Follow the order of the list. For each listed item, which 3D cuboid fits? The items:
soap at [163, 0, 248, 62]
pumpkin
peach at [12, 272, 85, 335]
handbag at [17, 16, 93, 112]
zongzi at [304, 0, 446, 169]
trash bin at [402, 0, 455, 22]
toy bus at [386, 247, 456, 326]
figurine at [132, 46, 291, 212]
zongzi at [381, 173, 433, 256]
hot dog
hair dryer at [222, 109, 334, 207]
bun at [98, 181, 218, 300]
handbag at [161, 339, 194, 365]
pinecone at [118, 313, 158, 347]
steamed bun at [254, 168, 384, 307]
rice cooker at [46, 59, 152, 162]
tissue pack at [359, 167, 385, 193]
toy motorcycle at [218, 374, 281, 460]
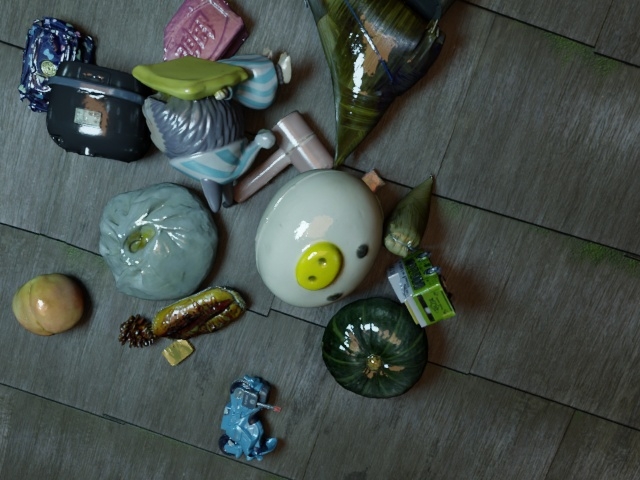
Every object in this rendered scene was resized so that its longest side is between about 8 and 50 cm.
[{"bbox_3d":[-0.327,-0.534,1.142,0.162,0.099,0.250,37,97,-11],"label":"soap"},{"bbox_3d":[0.153,0.299,1.193,0.300,0.207,0.300,3,111,6],"label":"pumpkin"},{"bbox_3d":[-0.781,0.189,1.212,0.184,0.184,0.184,0,98,1],"label":"peach"},{"bbox_3d":[-0.731,-0.469,1.150,0.162,0.113,0.260,21,105,4],"label":"handbag"},{"bbox_3d":[0.042,-0.467,1.089,0.403,0.208,0.432,39,99,-5],"label":"zongzi"},{"bbox_3d":[0.310,-0.718,1.032,0.203,0.252,0.301,40,92,-2],"label":"trash bin"},{"bbox_3d":[0.263,0.119,1.117,0.139,0.302,0.113,-28,100,11],"label":"toy bus"},{"bbox_3d":[-0.256,-0.280,1.105,0.361,0.266,0.378,-22,133,-25],"label":"figurine"},{"bbox_3d":[0.256,-0.075,1.127,0.115,0.228,0.256,33,95,4],"label":"zongzi"},{"bbox_3d":[-0.351,0.220,1.226,0.270,0.082,0.163,-24,139,-2],"label":"hot dog"},{"bbox_3d":[-0.140,-0.188,1.196,0.344,0.107,0.189,-36,98,15],"label":"hair dryer"},{"bbox_3d":[-0.457,0.014,1.168,0.354,0.194,0.354,0,97,3],"label":"bun"},{"bbox_3d":[-0.439,0.340,1.297,0.083,0.027,0.061,-38,92,1],"label":"handbag"},{"bbox_3d":[-0.547,0.275,1.262,0.109,0.102,0.102,17,99,-29],"label":"pinecone"},{"bbox_3d":[-0.003,-0.004,1.091,0.334,0.334,0.374,28,114,-3],"label":"steamed bun"},{"bbox_3d":[-0.568,-0.325,1.095,0.267,0.267,0.224,11,94,0],"label":"rice cooker"},{"bbox_3d":[0.138,-0.159,1.212,0.083,0.035,0.063,-40,95,4],"label":"tissue pack"},{"bbox_3d":[-0.211,0.552,1.276,0.182,0.123,0.272,14,99,10],"label":"toy motorcycle"}]
